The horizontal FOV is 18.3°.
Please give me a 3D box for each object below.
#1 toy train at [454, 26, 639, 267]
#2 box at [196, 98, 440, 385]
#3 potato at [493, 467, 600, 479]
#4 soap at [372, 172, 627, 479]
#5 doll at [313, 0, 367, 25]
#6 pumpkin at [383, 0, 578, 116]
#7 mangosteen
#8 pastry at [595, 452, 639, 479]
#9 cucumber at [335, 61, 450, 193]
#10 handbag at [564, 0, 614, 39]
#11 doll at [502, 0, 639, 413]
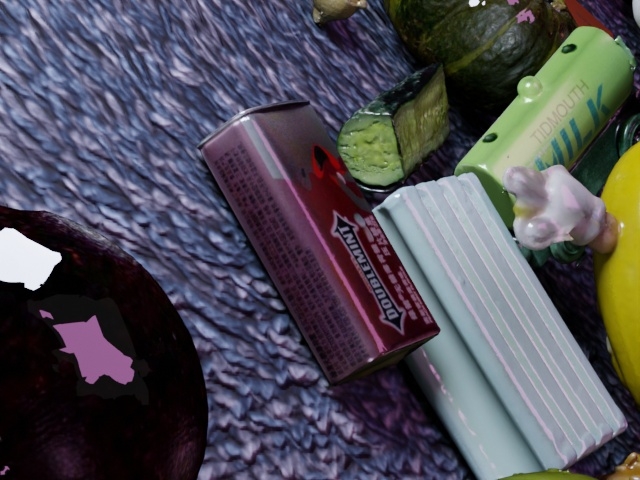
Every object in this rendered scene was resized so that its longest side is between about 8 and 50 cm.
[{"bbox_3d":[0.222,-0.090,1.872,0.253,0.105,0.157,-48,127,-29],"label":"toy train"},{"bbox_3d":[0.000,0.000,1.586,0.120,0.069,0.224,-13,72,-59],"label":"box"},{"bbox_3d":[0.136,0.273,1.355,0.216,0.216,0.304,56,20,1],"label":"potato"},{"bbox_3d":[0.137,0.080,1.682,0.265,0.087,0.160,59,29,8],"label":"soap"},{"bbox_3d":[0.009,-0.242,1.870,0.061,0.051,0.093,21,41,-36],"label":"doll"},{"bbox_3d":[0.163,-0.226,1.973,0.224,0.157,0.223,45,20,-21],"label":"pumpkin"},{"bbox_3d":[-0.169,0.084,1.096,0.228,0.228,0.265,50,15,-9],"label":"mangosteen"},{"bbox_3d":[0.331,0.317,1.652,0.255,0.162,0.311,25,39,-39],"label":"pastry"},{"bbox_3d":[0.069,-0.106,1.817,0.211,0.062,0.078,-48,131,-67],"label":"cucumber"},{"bbox_3d":[0.289,-0.201,2.238,0.127,0.063,0.190,38,30,-29],"label":"handbag"},{"bbox_3d":[0.336,-0.040,1.823,0.348,0.161,0.423,45,63,-22],"label":"doll"}]
